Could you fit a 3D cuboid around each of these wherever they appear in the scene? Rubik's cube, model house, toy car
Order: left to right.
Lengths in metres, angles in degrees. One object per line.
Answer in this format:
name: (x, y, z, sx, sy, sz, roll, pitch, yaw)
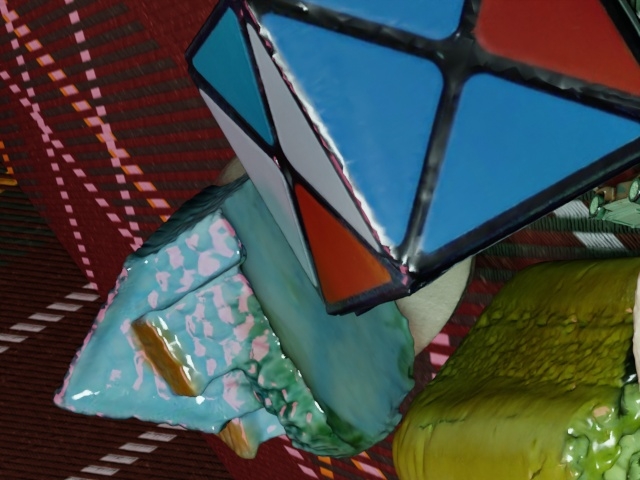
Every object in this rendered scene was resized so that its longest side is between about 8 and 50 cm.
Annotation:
model house: (-0.087, 0.089, 1.590, 0.226, 0.241, 0.261, 61, -159, -7)
Rubik's cube: (0.076, -0.110, 1.434, 0.246, 0.248, 0.250, 61, 166, 1)
toy car: (0.238, -0.030, 1.431, 0.122, 0.059, 0.035, 149, 135, -70)

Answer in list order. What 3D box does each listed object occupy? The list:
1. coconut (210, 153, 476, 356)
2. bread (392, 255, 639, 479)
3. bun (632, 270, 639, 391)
coconut: (0.000, 0.000, 1.809, 0.266, 0.237, 0.237, 25, -168, -41)
bread: (0.214, 0.138, 1.482, 0.208, 0.251, 0.376, 46, 165, -13)
bun: (0.304, 0.072, 1.199, 0.244, 0.153, 0.243, 17, 110, 58)
